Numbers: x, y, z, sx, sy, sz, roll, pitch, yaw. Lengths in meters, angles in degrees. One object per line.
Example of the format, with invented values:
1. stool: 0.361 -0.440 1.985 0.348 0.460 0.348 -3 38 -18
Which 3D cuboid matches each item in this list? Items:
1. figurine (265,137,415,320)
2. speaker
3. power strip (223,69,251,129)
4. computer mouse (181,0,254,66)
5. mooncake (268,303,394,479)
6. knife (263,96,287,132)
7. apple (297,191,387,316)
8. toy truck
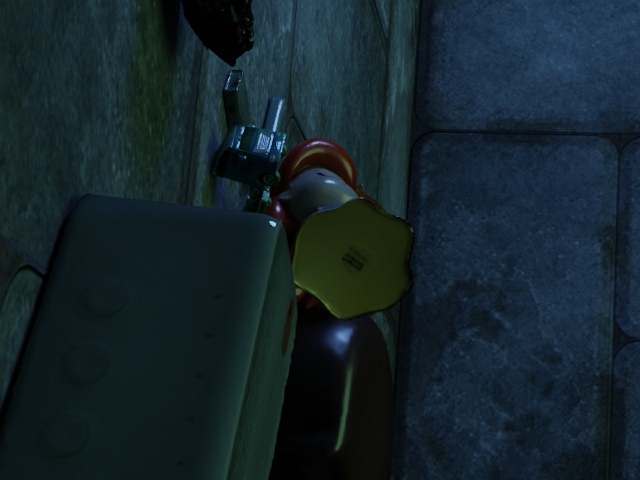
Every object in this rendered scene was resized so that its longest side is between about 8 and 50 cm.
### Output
1. figurine: -0.005 -0.007 1.998 0.257 0.181 0.208 -132 -141 -66
2. speaker: -0.140 0.155 1.290 0.183 0.184 0.406 80 16 -49
3. power strip: -0.100 -0.146 1.941 0.051 0.019 0.136 -79 167 -49
4. computer mouse: -0.115 -0.299 1.640 0.146 0.077 0.242 -170 -105 -80
5. mooncake: -0.007 0.258 2.119 0.326 0.174 0.334 51 45 -70
6. knife: -0.067 -0.132 2.125 0.044 0.023 0.162 87 10 -48
7. apple: 0.025 0.022 2.250 0.235 0.173 0.210 -2 93 -79
8. toy truck: -0.095 -0.060 1.892 0.067 0.081 0.175 -77 -176 -46
